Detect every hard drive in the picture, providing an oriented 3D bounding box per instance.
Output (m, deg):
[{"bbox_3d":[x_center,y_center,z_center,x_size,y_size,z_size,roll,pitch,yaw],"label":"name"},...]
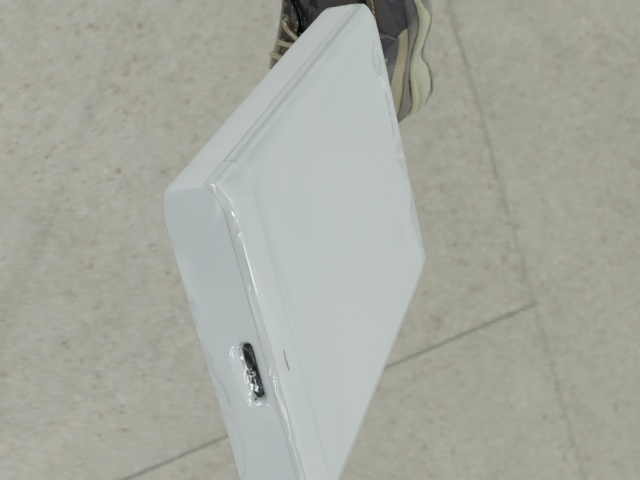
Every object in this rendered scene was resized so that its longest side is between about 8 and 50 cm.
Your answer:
[{"bbox_3d":[0.000,0.000,0.769,0.307,0.040,0.203,-59,140,-60],"label":"hard drive"}]

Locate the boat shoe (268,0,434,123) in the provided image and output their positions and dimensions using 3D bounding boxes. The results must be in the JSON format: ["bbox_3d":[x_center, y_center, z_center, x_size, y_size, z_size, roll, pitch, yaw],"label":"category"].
[{"bbox_3d":[0.026,-0.187,1.245,0.130,0.132,0.355,-50,154,-11],"label":"boat shoe"}]

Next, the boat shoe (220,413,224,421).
[{"bbox_3d":[-0.037,0.100,0.881,0.042,0.133,0.049,11,89,11],"label":"boat shoe"}]
